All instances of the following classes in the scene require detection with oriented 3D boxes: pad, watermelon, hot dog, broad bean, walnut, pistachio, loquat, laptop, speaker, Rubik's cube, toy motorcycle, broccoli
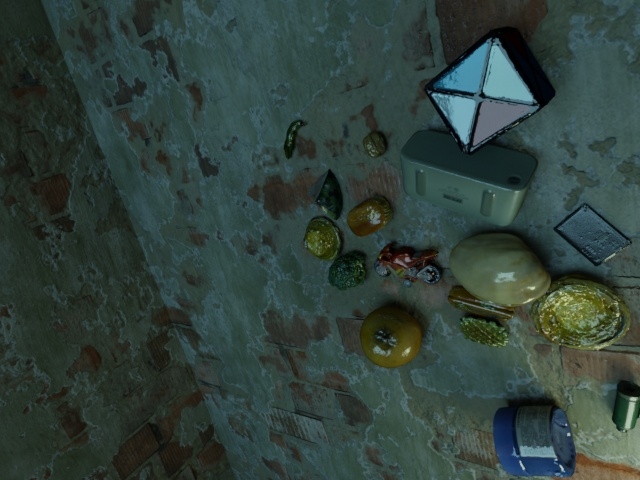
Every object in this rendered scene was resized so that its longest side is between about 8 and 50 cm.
[{"bbox_3d":[0.631,0.330,1.677,0.112,0.003,0.157,45,146,-22],"label":"pad"},{"bbox_3d":[0.031,-0.188,1.872,0.207,0.136,0.202,58,180,-40],"label":"watermelon"},{"bbox_3d":[0.607,0.243,1.648,0.249,0.068,0.100,11,121,33],"label":"hot dog"},{"bbox_3d":[-0.125,-0.437,1.853,0.061,0.046,0.195,44,130,13],"label":"broad bean"},{"bbox_3d":[0.202,-0.359,1.627,0.078,0.082,0.096,-25,97,14],"label":"walnut"},{"bbox_3d":[0.605,0.096,1.468,0.321,0.238,0.229,21,166,35],"label":"pistachio"},{"bbox_3d":[0.299,0.410,1.849,0.263,0.263,0.263,17,123,29],"label":"loquat"},{"bbox_3d":[0.849,-0.015,1.362,0.180,0.016,0.129,45,131,11],"label":"laptop"},{"bbox_3d":[0.467,-0.205,1.420,0.406,0.183,0.184,22,149,27],"label":"speaker"},{"bbox_3d":[0.490,-0.432,1.252,0.250,0.246,0.248,-34,91,43],"label":"Rubik's cube"},{"bbox_3d":[0.340,0.095,1.754,0.298,0.089,0.171,5,115,35],"label":"toy motorcycle"},{"bbox_3d":[0.118,0.138,1.916,0.195,0.156,0.196,-28,58,58],"label":"broccoli"}]

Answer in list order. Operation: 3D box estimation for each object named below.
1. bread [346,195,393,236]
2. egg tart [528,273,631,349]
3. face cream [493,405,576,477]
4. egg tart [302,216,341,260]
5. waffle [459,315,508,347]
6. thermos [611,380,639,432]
[{"bbox_3d":[0.196,-0.094,1.755,0.190,0.114,0.132,-33,89,38],"label":"bread"},{"bbox_3d":[0.847,0.237,1.436,0.290,0.107,0.291,10,116,21],"label":"egg tart"},{"bbox_3d":[0.814,0.759,1.646,0.225,0.249,0.249,-22,99,41],"label":"face cream"},{"bbox_3d":[0.000,0.001,1.964,0.212,0.090,0.213,16,118,32],"label":"egg tart"},{"bbox_3d":[0.629,0.354,1.674,0.183,0.036,0.169,7,141,32],"label":"waffle"},{"bbox_3d":[1.054,0.580,1.495,0.073,0.083,0.188,26,132,51],"label":"thermos"}]
